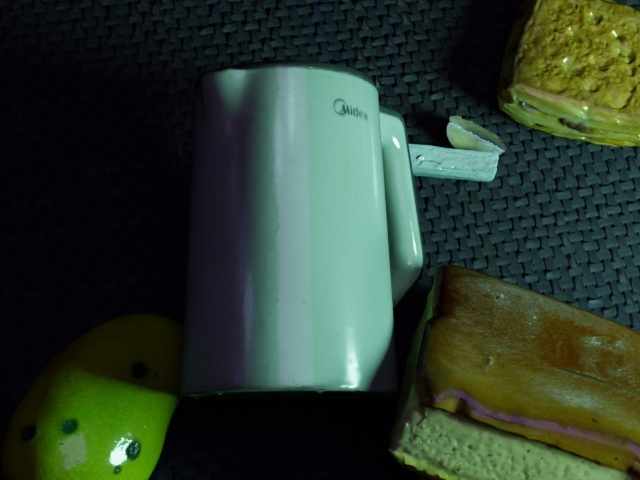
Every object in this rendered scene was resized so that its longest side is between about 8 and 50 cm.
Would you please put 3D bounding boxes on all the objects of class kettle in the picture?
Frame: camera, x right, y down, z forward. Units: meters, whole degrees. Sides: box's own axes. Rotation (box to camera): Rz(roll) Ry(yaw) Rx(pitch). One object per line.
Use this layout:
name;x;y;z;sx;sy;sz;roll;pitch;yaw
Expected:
kettle;0.000;0.000;1.544;0.361;0.250;0.376;7;78;-43

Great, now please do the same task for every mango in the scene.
mango;-0.251;0.200;1.504;0.175;0.143;0.293;37;59;0

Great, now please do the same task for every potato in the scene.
potato;0.203;-0.138;1.757;0.093;0.036;0.037;24;29;-17

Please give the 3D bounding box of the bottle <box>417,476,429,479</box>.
bottle;0.245;0.363;1.498;0.297;0.173;0.206;15;45;-2

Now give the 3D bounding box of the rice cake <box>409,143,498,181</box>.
rice cake;0.114;-0.108;1.722;0.245;0.045;0.042;4;77;-8

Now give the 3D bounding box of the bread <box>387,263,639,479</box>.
bread;0.259;0.187;1.504;0.333;0.143;0.323;21;26;-1

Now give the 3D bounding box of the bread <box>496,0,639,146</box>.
bread;0.367;-0.231;1.782;0.235;0.099;0.210;17;65;4
